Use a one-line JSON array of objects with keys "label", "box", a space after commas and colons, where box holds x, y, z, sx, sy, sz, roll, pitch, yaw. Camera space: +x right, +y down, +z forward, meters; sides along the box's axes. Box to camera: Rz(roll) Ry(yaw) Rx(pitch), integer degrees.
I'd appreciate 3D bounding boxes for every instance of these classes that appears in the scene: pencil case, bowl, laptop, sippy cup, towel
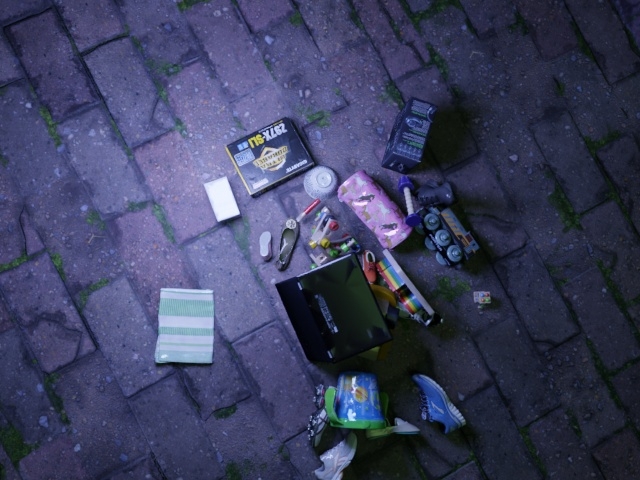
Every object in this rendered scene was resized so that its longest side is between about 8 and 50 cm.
[{"label": "pencil case", "box": [0.251, -0.134, 1.861, 0.386, 0.167, 0.160, 47, 50, 0]}, {"label": "bowl", "box": [0.009, -0.274, 1.888, 0.170, 0.080, 0.169, 0, 86, -4]}, {"label": "laptop", "box": [0.037, 0.293, 1.734, 0.408, 0.236, 0.381, -24, 89, 6]}, {"label": "sippy cup", "box": [0.161, 0.679, 1.755, 0.240, 0.305, 0.223, -3, 68, 13]}, {"label": "towel", "box": [-0.597, 0.376, 1.814, 0.248, 0.038, 0.324, 2, 86, -5]}]

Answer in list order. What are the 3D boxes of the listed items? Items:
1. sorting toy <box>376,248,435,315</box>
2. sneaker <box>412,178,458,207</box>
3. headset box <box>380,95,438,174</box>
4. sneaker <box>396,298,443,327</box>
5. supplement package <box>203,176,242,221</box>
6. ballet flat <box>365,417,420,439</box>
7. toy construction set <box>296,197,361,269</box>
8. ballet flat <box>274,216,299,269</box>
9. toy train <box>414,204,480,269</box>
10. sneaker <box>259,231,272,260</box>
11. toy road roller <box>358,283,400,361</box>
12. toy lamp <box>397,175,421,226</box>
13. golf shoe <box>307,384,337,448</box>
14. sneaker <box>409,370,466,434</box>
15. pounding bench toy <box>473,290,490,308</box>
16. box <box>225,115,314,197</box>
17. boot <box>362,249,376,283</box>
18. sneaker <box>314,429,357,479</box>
[{"label": "sorting toy", "box": [0.351, 0.193, 1.776, 0.089, 0.255, 0.257, -37, 107, 7]}, {"label": "sneaker", "box": [0.509, -0.193, 1.831, 0.130, 0.286, 0.109, -31, 104, -2]}, {"label": "headset box", "box": [0.390, -0.453, 1.849, 0.131, 0.246, 0.282, 19, 84, -3]}, {"label": "sneaker", "box": [0.444, 0.328, 1.846, 0.235, 0.153, 0.093, 24, 84, -3]}, {"label": "supplement package", "box": [-0.433, -0.178, 1.831, 0.105, 0.105, 0.179, -20, 88, -5]}, {"label": "ballet flat", "box": [0.321, 0.838, 1.843, 0.249, 0.086, 0.086, -5, 86, -4]}, {"label": "toy construction set", "box": [0.000, 0.000, 1.818, 0.237, 0.257, 0.308, -42, 70, 6]}, {"label": "ballet flat", "box": [-0.156, 0.013, 1.865, 0.084, 0.058, 0.249, 18, 85, -4]}, {"label": "toy train", "box": [0.583, -0.031, 1.900, 0.190, 0.142, 0.333, -34, 86, -19]}, {"label": "sneaker", "box": [-0.248, 0.030, 1.866, 0.051, 0.070, 0.134, -2, 57, 4]}, {"label": "toy road roller", "box": [0.235, 0.343, 1.822, 0.203, 0.240, 0.329, 17, 121, 9]}, {"label": "toy lamp", "box": [0.398, -0.187, 1.855, 0.080, 0.080, 0.274, 4, 48, -5]}, {"label": "golf shoe", "box": [0.017, 0.779, 1.807, 0.120, 0.105, 0.272, 14, 85, -13]}, {"label": "sneaker", "box": [0.502, 0.731, 1.837, 0.147, 0.130, 0.329, -37, 90, -9]}, {"label": "pounding bench toy", "box": [0.759, 0.281, 1.920, 0.052, 0.065, 0.083, -3, 87, -5]}, {"label": "box", "box": [-0.230, -0.380, 1.869, 0.322, 0.079, 0.257, -27, 83, -6]}, {"label": "boot", "box": [0.227, 0.123, 1.878, 0.059, 0.084, 0.157, -11, 89, -7]}, {"label": "sneaker", "box": [0.067, 0.949, 1.804, 0.121, 0.099, 0.262, 29, 83, 2]}]
